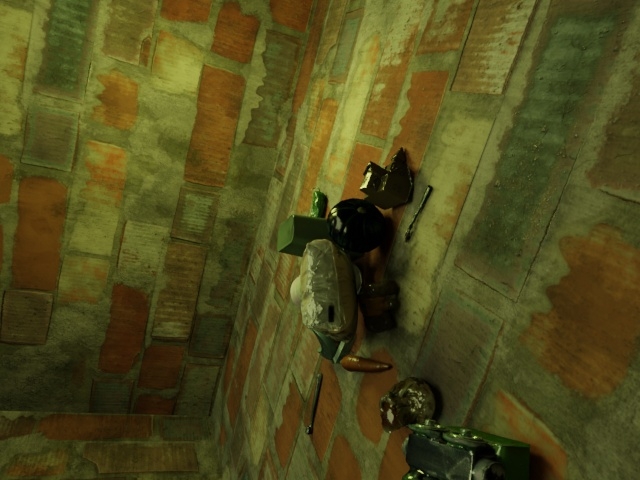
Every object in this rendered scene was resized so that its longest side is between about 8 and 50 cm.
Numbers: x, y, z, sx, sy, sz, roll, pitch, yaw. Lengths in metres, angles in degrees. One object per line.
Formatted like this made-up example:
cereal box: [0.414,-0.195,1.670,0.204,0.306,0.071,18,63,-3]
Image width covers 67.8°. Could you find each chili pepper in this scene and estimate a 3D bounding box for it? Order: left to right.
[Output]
chili pepper: [-0.020,-0.164,2.598,0.100,0.074,0.256,-164,84,-67]

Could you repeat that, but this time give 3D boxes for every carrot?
carrot: [0.174,0.493,1.884,0.336,0.069,0.069,-15,66,58]

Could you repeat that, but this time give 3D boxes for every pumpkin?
pumpkin: [0.140,-0.041,1.958,0.248,0.248,0.247,-170,90,-68]

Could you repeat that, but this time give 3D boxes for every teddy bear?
teddy bear: [0.209,0.254,1.803,0.177,0.140,0.190,-18,81,46]

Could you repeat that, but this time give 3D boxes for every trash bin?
trash bin: [0.000,0.000,2.133,0.223,0.344,0.158,149,125,-60]

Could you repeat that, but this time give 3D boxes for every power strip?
power strip: [0.023,0.474,2.143,0.137,0.044,0.215,30,145,44]

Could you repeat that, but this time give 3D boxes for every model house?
model house: [0.269,-0.275,1.887,0.181,0.176,0.247,-22,44,65]

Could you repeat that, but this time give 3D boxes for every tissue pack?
tissue pack: [0.044,0.197,1.821,0.375,0.195,0.389,39,-136,-71]

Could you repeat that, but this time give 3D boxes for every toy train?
toy train: [0.357,0.544,1.164,0.307,0.249,0.173,-22,58,63]

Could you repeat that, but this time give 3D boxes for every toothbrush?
toothbrush: [-0.030,0.778,2.272,0.030,0.031,0.297,10,88,42]

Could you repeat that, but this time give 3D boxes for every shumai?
shumai: [0.255,0.520,1.514,0.210,0.153,0.161,-15,74,61]

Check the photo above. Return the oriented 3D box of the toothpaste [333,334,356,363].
toothpaste: [0.104,0.464,2.064,0.164,0.046,0.034,-69,27,24]

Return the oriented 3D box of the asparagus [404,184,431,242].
asparagus: [0.354,-0.095,1.750,0.022,0.023,0.232,-26,-40,-60]

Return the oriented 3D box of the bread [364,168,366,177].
bread: [0.220,-0.278,2.111,0.062,0.049,0.103,158,117,-64]

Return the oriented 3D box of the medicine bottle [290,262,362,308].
medicine bottle: [0.012,0.208,2.178,0.379,0.214,0.213,150,127,-62]

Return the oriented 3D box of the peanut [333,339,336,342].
peanut: [0.045,0.430,2.191,0.152,0.076,0.076,-9,72,64]
